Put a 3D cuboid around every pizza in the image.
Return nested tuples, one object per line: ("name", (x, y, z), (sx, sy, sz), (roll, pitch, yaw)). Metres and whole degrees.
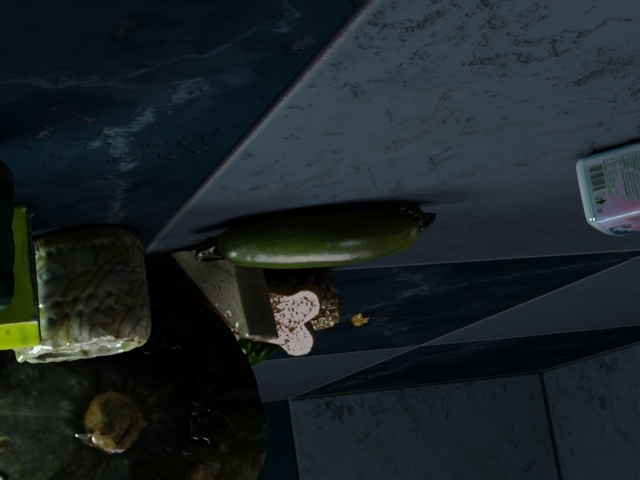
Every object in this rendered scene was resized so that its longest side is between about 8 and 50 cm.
("pizza", (0.081, 0.160, 2.367), (0.037, 0.016, 0.083), (-7, 164, -1))

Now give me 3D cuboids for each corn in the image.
("corn", (-0.111, 0.110, 1.831), (0.290, 0.098, 0.098), (-9, 167, -2))

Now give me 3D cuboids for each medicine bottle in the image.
("medicine bottle", (0.416, -0.072, 1.390), (0.188, 0.094, 0.119), (-16, 164, 29))
("medicine bottle", (-0.435, 0.053, 1.281), (0.250, 0.141, 0.137), (-6, 169, -13))

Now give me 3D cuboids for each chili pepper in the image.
("chili pepper", (-0.100, 0.157, 1.912), (0.257, 0.100, 0.074), (-34, -159, -25))

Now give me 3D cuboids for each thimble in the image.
("thimble", (-0.304, 0.069, 1.425), (0.191, 0.143, 0.137), (-10, 168, 7))

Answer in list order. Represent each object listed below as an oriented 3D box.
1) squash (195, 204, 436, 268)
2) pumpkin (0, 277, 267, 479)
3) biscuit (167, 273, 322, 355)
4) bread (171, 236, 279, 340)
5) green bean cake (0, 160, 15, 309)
("squash", (0.000, 0.000, 1.481), (0.319, 0.071, 0.080), (-7, 168, -7))
("pumpkin", (-0.296, 0.265, 1.603), (0.455, 0.454, 0.344), (-7, 163, -8))
("biscuit", (-0.116, 0.097, 1.749), (0.240, 0.035, 0.158), (14, 126, -5))
("bread", (-0.127, 0.073, 1.558), (0.105, 0.152, 0.077), (-22, 162, 30))
("green bean cake", (-0.389, 0.051, 0.924), (0.169, 0.307, 0.300), (-12, 165, 20))
